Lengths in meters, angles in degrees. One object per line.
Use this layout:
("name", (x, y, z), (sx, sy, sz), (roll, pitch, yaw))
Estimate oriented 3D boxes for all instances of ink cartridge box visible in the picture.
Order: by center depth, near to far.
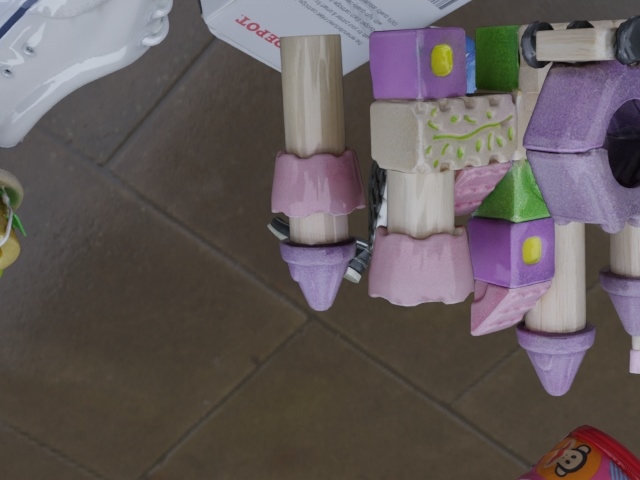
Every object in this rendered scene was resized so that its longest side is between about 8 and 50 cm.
("ink cartridge box", (0.038, -0.303, 1.063), (0.289, 0.122, 0.211), (-26, 153, 27))

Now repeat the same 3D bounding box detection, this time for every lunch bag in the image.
("lunch bag", (0.304, 0.331, 0.999), (0.120, 0.258, 0.293), (-38, 155, -13))

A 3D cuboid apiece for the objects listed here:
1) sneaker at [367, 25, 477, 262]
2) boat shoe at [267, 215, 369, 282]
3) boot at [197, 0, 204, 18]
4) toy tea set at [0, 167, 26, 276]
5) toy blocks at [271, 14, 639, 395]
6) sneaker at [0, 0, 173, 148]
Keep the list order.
("sneaker", (0.142, -0.080, 1.169), (0.147, 0.130, 0.330), (12, 130, -8))
("boat shoe", (0.000, 0.000, 1.801), (0.084, 0.233, 0.079), (34, 83, -49))
("boot", (-0.238, -0.516, 1.708), (0.377, 0.138, 0.284), (-28, 98, -30))
("toy tea set", (-0.257, 0.026, 0.530), (0.200, 0.124, 0.336), (-20, 161, 4))
("toy blocks", (0.153, -0.010, 0.659), (0.288, 0.309, 0.260), (-10, 103, -34))
("sneaker", (-0.104, -0.137, 0.476), (0.258, 0.094, 0.091), (-32, 139, 29))
